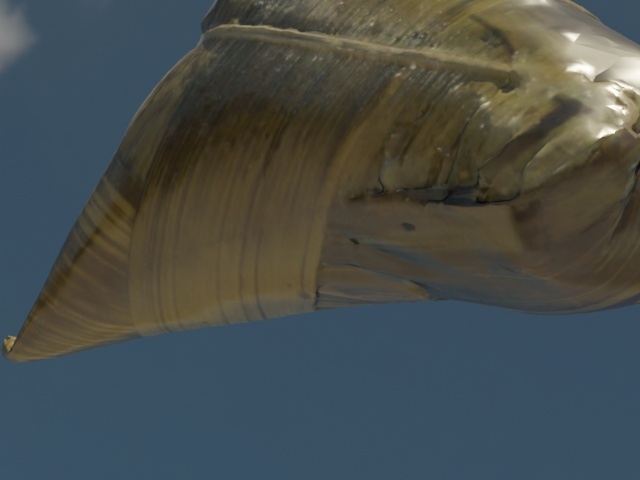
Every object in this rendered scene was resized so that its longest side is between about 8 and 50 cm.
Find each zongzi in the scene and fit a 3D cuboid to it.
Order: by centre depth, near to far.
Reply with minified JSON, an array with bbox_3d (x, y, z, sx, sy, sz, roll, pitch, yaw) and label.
[{"bbox_3d":[0.000,0.000,0.797,0.288,0.286,0.134,-45,-53,0],"label":"zongzi"}]
